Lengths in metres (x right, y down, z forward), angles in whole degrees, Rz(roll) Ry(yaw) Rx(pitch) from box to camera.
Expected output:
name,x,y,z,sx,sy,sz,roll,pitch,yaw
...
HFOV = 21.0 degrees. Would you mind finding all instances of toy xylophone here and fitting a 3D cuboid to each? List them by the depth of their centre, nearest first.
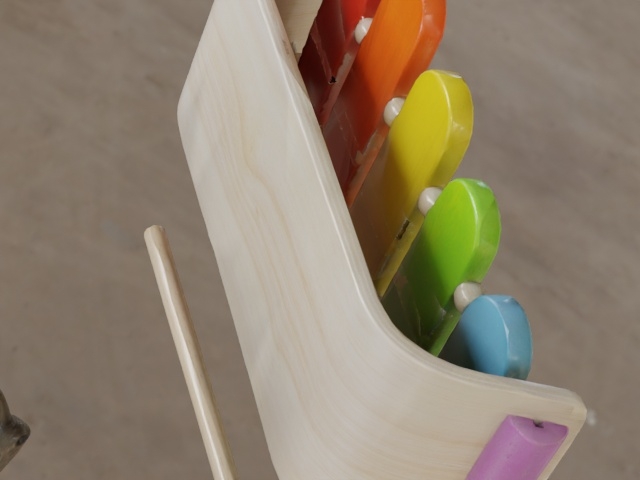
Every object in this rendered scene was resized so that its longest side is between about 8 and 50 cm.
name,x,y,z,sx,sy,sz,roll,pitch,yaw
toy xylophone,0.000,0.000,0.767,0.081,0.236,0.322,1,58,-23

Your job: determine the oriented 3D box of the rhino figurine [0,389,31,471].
name,x,y,z,sx,sy,sz,roll,pitch,yaw
rhino figurine,-0.243,0.187,1.060,0.106,0.243,0.073,11,26,-31
